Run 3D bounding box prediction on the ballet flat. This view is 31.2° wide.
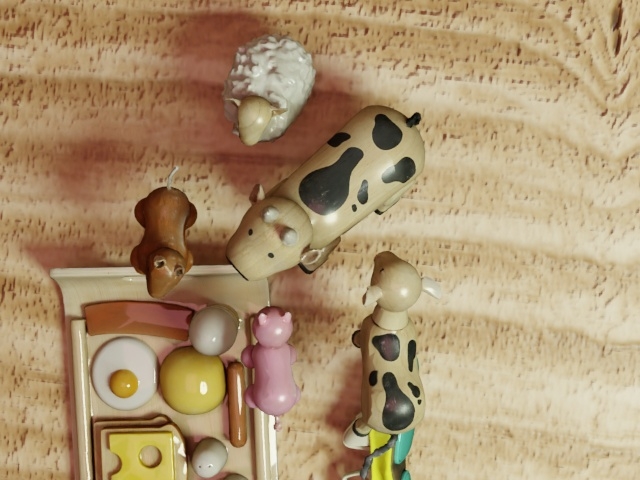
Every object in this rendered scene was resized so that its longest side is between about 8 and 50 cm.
[{"bbox_3d":[0.060,0.227,1.177,0.077,0.077,0.231,1,97,17],"label":"ballet flat"}]

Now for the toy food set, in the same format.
[{"bbox_3d":[-0.159,0.176,1.172,0.220,0.092,0.306,-2,95,3],"label":"toy food set"}]

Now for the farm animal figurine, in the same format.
[{"bbox_3d":[0.000,0.000,1.063,0.330,0.172,0.326,33,73,-2],"label":"farm animal figurine"}]
